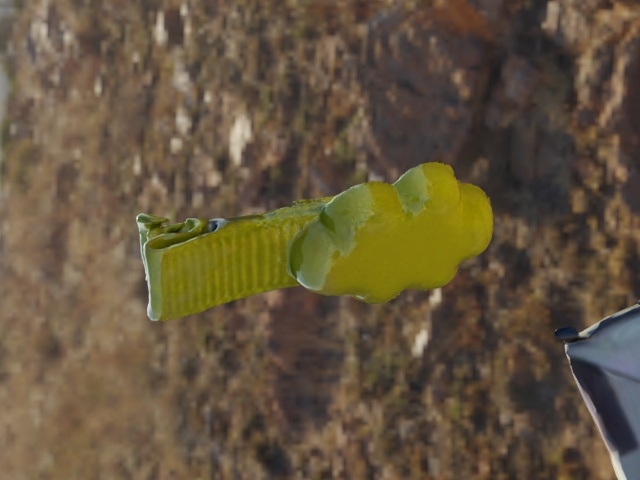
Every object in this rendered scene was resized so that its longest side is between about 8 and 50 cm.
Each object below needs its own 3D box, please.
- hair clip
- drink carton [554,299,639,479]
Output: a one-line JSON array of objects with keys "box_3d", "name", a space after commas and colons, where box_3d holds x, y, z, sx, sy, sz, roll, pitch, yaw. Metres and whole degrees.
[{"box_3d": [0.000, 0.000, 0.704, 0.046, 0.173, 0.072, -104, 12, -50], "name": "hair clip"}, {"box_3d": [0.206, 0.110, 0.377, 0.132, 0.324, 0.194, -30, 61, 24], "name": "drink carton"}]
